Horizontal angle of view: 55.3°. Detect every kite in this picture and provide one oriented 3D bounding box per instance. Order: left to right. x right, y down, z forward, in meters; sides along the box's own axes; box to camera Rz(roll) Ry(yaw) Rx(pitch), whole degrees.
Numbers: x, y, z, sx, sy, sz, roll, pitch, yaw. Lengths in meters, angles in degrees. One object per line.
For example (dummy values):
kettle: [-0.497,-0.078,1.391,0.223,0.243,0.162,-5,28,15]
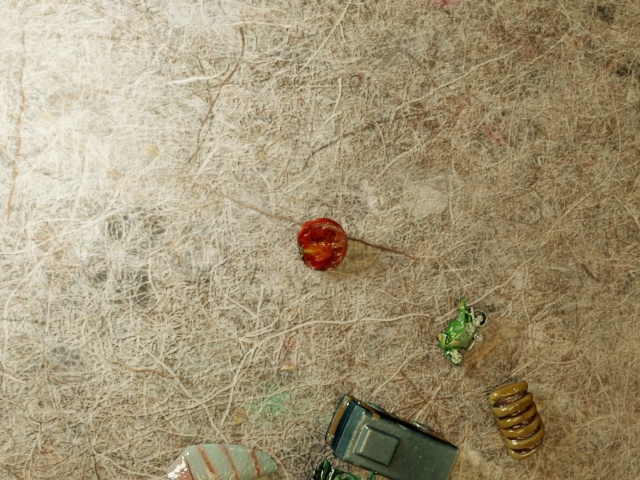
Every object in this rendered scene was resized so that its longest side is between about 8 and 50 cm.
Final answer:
kite: [-0.220,0.494,1.659,0.044,0.002,0.077,5,87,-12]

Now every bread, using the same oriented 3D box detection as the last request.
bread: [0.584,0.522,1.791,0.134,0.081,0.225,-25,93,-13]

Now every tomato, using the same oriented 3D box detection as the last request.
tomato: [0.000,0.000,1.675,0.139,0.091,0.159,-14,119,-3]

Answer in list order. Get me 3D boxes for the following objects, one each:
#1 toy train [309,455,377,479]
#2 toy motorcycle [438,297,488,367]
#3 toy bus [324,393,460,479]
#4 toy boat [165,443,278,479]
toy train: [0.031,0.679,1.512,0.167,0.299,0.238,19,57,6]
toy motorcycle: [0.405,0.269,1.769,0.106,0.074,0.190,33,83,-1]
toy bus: [0.193,0.554,1.650,0.324,0.194,0.161,25,85,-11]
toy boat: [-0.254,0.619,1.618,0.282,0.096,0.206,-18,78,-21]
